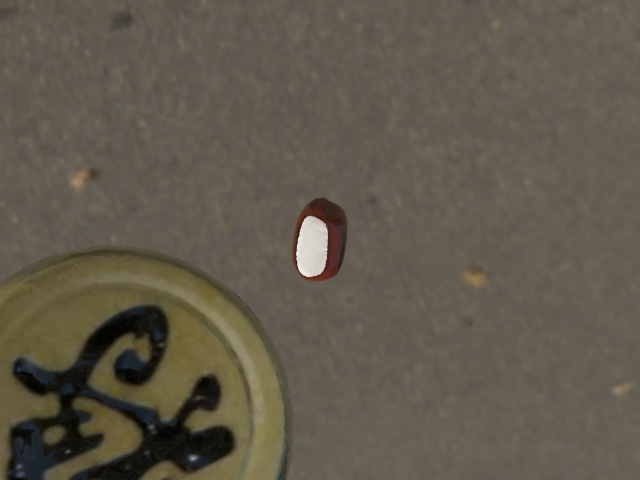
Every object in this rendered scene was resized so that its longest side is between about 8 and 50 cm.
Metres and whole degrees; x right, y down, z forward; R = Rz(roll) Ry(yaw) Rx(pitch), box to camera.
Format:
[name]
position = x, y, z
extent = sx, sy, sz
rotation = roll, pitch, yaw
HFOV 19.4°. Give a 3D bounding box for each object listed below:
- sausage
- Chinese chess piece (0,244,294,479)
[sausage]
position = 0.000, 0.000, 2.065
extent = 0.059, 0.054, 0.094
rotation = 12, 110, 13
[Chinese chess piece]
position = -0.146, 0.131, 1.314
extent = 0.257, 0.257, 0.104
rotation = -7, 170, -15
